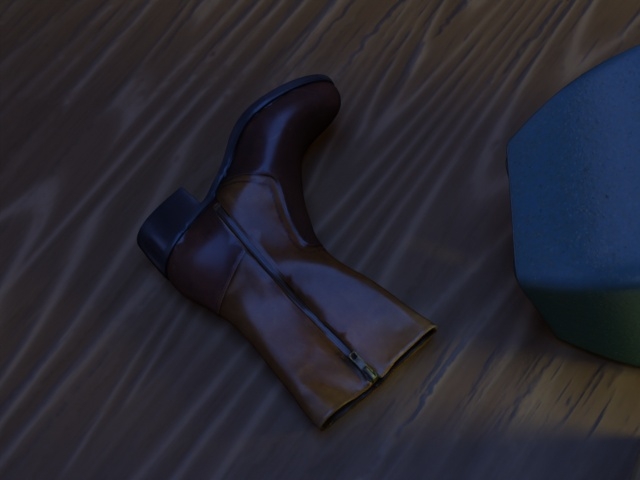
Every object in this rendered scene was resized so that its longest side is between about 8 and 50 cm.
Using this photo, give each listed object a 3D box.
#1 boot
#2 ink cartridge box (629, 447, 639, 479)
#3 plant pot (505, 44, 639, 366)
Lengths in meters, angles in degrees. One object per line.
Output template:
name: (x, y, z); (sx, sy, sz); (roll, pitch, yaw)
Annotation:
boot: (0.000, 0.000, 1.175); (0.280, 0.096, 0.264); (40, 74, 23)
ink cartridge box: (0.339, 0.179, 0.884); (0.207, 0.353, 0.119); (27, 70, 20)
plant pot: (0.302, -0.021, 1.066); (0.252, 0.247, 0.248); (-11, 60, 21)
